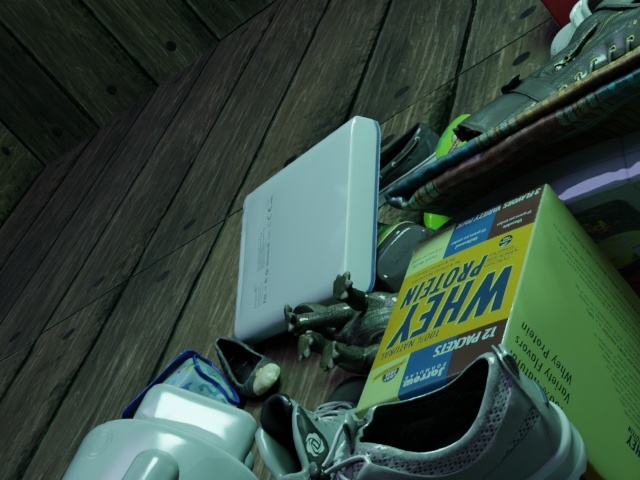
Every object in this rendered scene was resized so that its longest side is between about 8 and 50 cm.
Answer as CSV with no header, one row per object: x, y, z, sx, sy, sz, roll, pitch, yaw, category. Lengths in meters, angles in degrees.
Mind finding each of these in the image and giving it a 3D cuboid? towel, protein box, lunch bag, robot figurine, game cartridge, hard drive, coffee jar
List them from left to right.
-0.172,0.308,1.150,0.300,0.200,0.353,93,-163,-51,robot figurine
-0.175,0.209,1.564,0.129,0.096,0.151,-45,6,-3,lunch bag
-0.022,-0.002,1.551,0.319,0.040,0.210,-30,53,59,hard drive
0.073,0.024,1.499,0.096,0.079,0.184,-49,20,-13,coffee jar
0.161,0.107,0.977,0.136,0.200,0.201,-26,26,37,protein box
0.234,0.001,1.078,0.294,0.196,0.060,-28,45,35,game cartridge
0.253,-0.080,1.130,0.271,0.040,0.370,-30,-16,28,towel

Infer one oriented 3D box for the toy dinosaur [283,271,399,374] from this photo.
0.059,0.100,1.318,0.313,0.160,0.121,-32,50,57,toy dinosaur

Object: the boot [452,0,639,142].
0.256,-0.141,1.180,0.229,0.091,0.263,-39,16,-8,boot

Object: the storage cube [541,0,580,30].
0.390,-0.424,1.701,0.193,0.183,0.215,-24,27,43,storage cube

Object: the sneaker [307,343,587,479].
0.022,0.158,0.790,0.281,0.115,0.105,-32,27,-3,sneaker

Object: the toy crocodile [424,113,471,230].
0.229,-0.089,1.388,0.341,0.115,0.105,-21,43,53,toy crocodile

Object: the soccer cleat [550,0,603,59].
0.345,-0.253,1.481,0.116,0.143,0.331,-41,19,0,soccer cleat

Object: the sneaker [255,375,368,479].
0.001,0.178,1.228,0.086,0.132,0.228,-33,22,23,sneaker

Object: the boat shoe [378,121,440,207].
0.072,-0.091,1.747,0.229,0.076,0.080,-30,23,29,boat shoe

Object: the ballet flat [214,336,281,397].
-0.096,0.160,1.570,0.057,0.049,0.173,-48,20,-12,ballet flat
